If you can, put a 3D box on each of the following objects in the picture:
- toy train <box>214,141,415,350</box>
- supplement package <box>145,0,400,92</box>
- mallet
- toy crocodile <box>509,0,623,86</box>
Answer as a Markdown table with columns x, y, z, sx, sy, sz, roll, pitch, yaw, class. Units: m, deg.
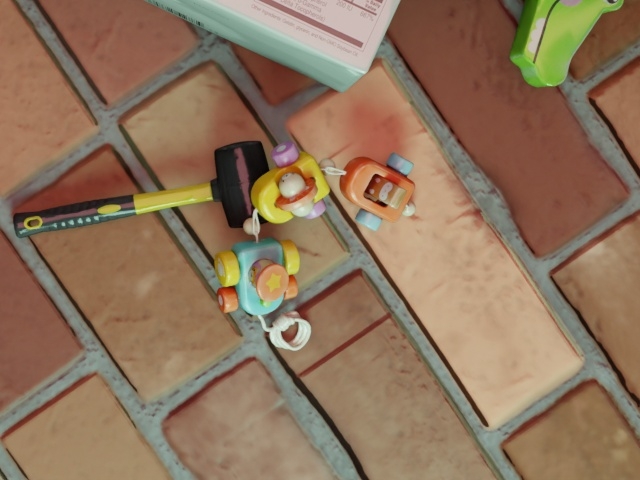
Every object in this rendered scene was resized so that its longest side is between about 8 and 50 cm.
| x | y | z | sx | sy | sz | roll | pitch | yaw | class |
| --- | --- | --- | --- | --- | --- | --- | --- | --- | --- |
| 0.000 | 0.000 | 1.302 | 0.125 | 0.046 | 0.166 | 32 | 91 | -30 | toy train |
| -0.065 | -0.224 | 1.238 | 0.262 | 0.204 | 0.145 | 25 | 90 | -4 | supplement package |
| -0.128 | -0.037 | 1.320 | 0.189 | 0.039 | 0.062 | -3 | 91 | -1 | mallet |
| 0.211 | -0.270 | 1.304 | 0.105 | 0.115 | 0.340 | 17 | 88 | -5 | toy crocodile |
